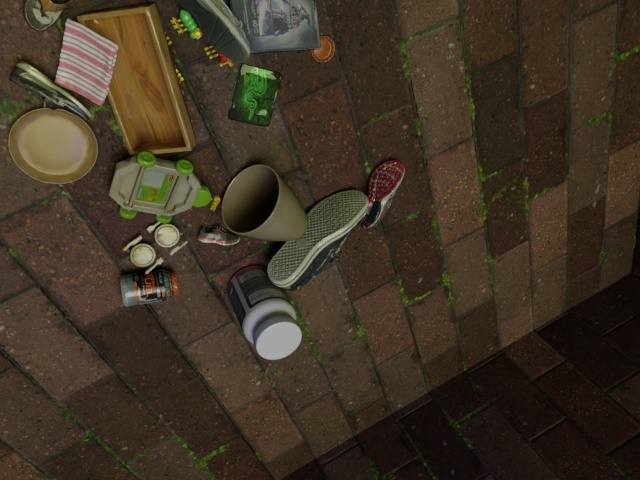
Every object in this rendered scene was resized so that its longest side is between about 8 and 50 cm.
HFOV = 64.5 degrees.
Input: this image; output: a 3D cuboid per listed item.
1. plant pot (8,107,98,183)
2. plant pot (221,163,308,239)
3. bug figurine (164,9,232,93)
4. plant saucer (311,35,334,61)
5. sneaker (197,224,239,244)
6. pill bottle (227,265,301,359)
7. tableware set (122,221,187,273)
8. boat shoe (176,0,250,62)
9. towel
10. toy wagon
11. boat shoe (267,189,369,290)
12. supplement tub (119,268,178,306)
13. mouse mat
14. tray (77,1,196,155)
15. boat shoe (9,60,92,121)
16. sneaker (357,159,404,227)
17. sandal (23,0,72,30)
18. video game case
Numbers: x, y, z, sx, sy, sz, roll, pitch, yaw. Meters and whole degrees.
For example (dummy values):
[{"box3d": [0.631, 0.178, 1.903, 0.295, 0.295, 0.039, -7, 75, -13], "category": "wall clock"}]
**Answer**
[{"box3d": [-0.797, -0.284, 1.521, 0.236, 0.032, 0.236, -13, 124, -20], "category": "plant pot"}, {"box3d": [-0.169, -0.102, 1.831, 0.256, 0.256, 0.274, -49, 144, 8], "category": "plant pot"}, {"box3d": [-0.399, -0.557, 1.521, 0.279, 0.072, 0.216, -37, 128, 0], "category": "bug figurine"}, {"box3d": [0.007, -0.643, 1.703, 0.083, 0.013, 0.084, -12, 123, -19], "category": "plant saucer"}, {"box3d": [-0.371, -0.024, 1.875, 0.157, 0.061, 0.065, 3, 112, -28], "category": "sneaker"}, {"box3d": [-0.215, 0.271, 1.937, 0.210, 0.363, 0.210, -12, 124, -19], "category": "pill bottle"}, {"box3d": [-0.588, 0.013, 1.801, 0.194, 0.039, 0.128, -39, 113, -6], "category": "tableware set"}, {"box3d": [-0.306, -0.657, 1.443, 0.320, 0.118, 0.103, 46, 59, -18], "category": "boat shoe"}, {"box3d": [-0.651, -0.488, 1.406, 0.144, 0.029, 0.197, 25, 125, -12], "category": "towel"}, {"box3d": [-0.503, -0.164, 1.668, 0.344, 0.068, 0.267, 8, 139, -31], "category": "toy wagon"}, {"box3d": [0.000, 0.000, 1.984, 0.500, 0.186, 0.156, -47, 148, -10], "category": "boat shoe"}, {"box3d": [-0.619, 0.168, 1.834, 0.190, 0.117, 0.117, -9, 123, -22], "category": "supplement tub"}, {"box3d": [-0.220, -0.482, 1.697, 0.152, 0.007, 0.190, 5, 116, -28], "category": "mouse mat"}, {"box3d": [-0.519, -0.456, 1.478, 0.202, 0.076, 0.411, -4, 126, 8], "category": "tray"}, {"box3d": [-0.757, -0.404, 1.427, 0.223, 0.080, 0.073, 39, 77, -32], "category": "boat shoe"}, {"box3d": [0.244, -0.188, 2.052, 0.299, 0.121, 0.112, -59, 154, 15], "category": "sneaker"}, {"box3d": [-0.690, -0.642, 1.334, 0.219, 0.060, 0.090, -38, 128, -1], "category": "sandal"}, {"box3d": [-0.138, -0.684, 1.561, 0.274, 0.026, 0.196, -11, 103, -19], "category": "video game case"}]
